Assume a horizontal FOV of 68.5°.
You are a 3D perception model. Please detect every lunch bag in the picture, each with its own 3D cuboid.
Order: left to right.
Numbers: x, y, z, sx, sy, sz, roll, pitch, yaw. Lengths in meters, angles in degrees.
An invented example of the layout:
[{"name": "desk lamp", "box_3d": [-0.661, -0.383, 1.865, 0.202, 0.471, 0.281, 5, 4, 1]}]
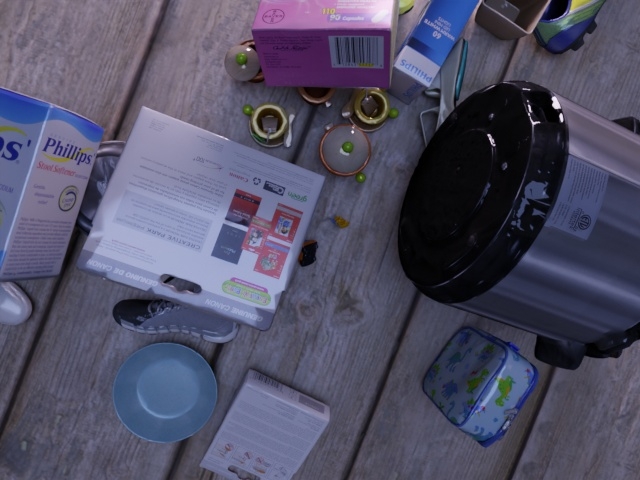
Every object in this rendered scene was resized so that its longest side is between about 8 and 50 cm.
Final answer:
[{"name": "lunch bag", "box_3d": [0.289, 0.255, 0.866, 0.090, 0.219, 0.176, 34, 89, -6]}]

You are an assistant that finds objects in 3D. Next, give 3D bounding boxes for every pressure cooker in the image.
[{"name": "pressure cooker", "box_3d": [0.385, -0.016, 0.775, 0.421, 0.375, 0.369, 18, 128, -15]}]

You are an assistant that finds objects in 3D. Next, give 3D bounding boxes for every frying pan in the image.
[{"name": "frying pan", "box_3d": [-0.451, -0.081, 0.876, 0.327, 0.053, 0.197, -9, 92, -7]}]

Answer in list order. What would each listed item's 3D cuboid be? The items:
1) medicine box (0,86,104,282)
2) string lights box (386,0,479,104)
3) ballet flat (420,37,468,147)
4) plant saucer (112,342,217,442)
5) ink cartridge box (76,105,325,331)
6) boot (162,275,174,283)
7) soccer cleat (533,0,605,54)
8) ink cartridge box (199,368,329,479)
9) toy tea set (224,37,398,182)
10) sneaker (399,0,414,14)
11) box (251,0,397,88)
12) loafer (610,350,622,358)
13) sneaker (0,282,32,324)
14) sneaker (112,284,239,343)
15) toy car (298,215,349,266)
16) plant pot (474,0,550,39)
[{"name": "medicine box", "box_3d": [-0.559, -0.109, 0.788, 0.264, 0.149, 0.288, 18, 92, 6]}, {"name": "string lights box", "box_3d": [0.216, -0.395, 0.874, 0.077, 0.133, 0.259, 30, 89, -6]}, {"name": "ballet flat", "box_3d": [0.236, -0.266, 0.914, 0.087, 0.086, 0.248, 3, 93, -5]}, {"name": "plant saucer", "box_3d": [-0.296, 0.289, 0.908, 0.195, 0.037, 0.194, 0, 92, -6]}, {"name": "ink cartridge box", "box_3d": [-0.187, -0.025, 0.777, 0.310, 0.130, 0.271, 21, 79, -8]}, {"name": "boot", "box_3d": [-0.267, -0.052, 0.874, 0.176, 0.088, 0.244, 42, 80, -5]}, {"name": "soccer cleat", "box_3d": [0.515, -0.505, 0.911, 0.121, 0.093, 0.289, 32, 92, -17]}, {"name": "ink cartridge box", "box_3d": [-0.111, 0.387, 0.933, 0.181, 0.056, 0.224, 27, 109, -6]}, {"name": "toy tea set", "box_3d": [-0.025, -0.246, 0.864, 0.337, 0.124, 0.199, 21, 91, -6]}, {"name": "sneaker", "box_3d": [0.107, -0.519, 0.879, 0.081, 0.094, 0.208, -40, 97, -4]}, {"name": "box", "box_3d": [0.022, -0.386, 0.793, 0.214, 0.117, 0.242, 5, 62, 10]}, {"name": "loafer", "box_3d": [0.530, 0.150, 0.962, 0.079, 0.080, 0.219, -31, 90, 7]}, {"name": "sneaker", "box_3d": [-0.631, 0.087, 0.841, 0.212, 0.094, 0.080, 36, 88, -6]}, {"name": "sneaker", "box_3d": [-0.254, 0.106, 0.862, 0.229, 0.086, 0.132, 11, 118, -14]}, {"name": "toy car", "box_3d": [0.000, 0.000, 0.932, 0.122, 0.060, 0.040, -32, 51, -19]}, {"name": "plant pot", "box_3d": [0.362, -0.451, 0.903, 0.109, 0.096, 0.108, 31, 90, -5]}]
